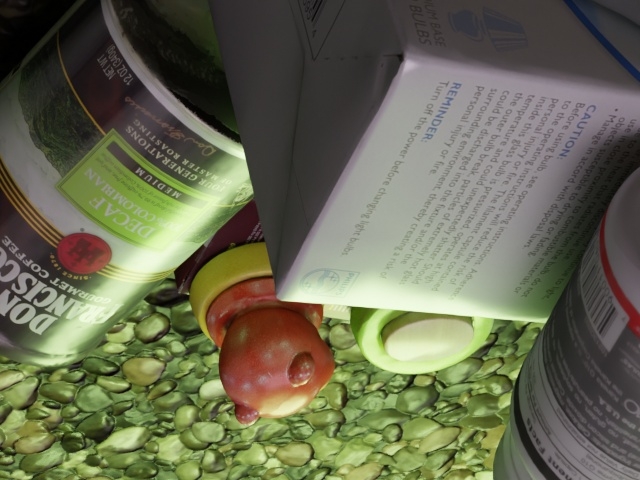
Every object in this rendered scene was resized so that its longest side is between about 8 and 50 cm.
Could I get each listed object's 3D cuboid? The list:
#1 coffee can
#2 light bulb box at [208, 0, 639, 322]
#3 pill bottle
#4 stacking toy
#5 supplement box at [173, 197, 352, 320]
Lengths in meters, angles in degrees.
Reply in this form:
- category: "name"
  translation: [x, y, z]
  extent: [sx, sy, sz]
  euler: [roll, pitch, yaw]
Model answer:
- category: "coffee can"
  translation: [-0.166, -0.061, 1.345]
  extent: [0.201, 0.201, 0.275]
  euler: [24, 126, -37]
- category: "light bulb box"
  translation: [0.137, -0.144, 1.219]
  extent: [0.361, 0.358, 0.225]
  euler: [6, 138, -24]
- category: "pill bottle"
  translation: [0.215, 0.088, 1.111]
  extent: [0.161, 0.161, 0.283]
  euler: [-1, 143, -16]
- category: "stacking toy"
  translation: [0.071, 0.049, 1.481]
  extent: [0.280, 0.130, 0.309]
  euler: [18, 130, -29]
- category: "supplement box"
  translation: [0.000, 0.000, 1.566]
  extent: [0.239, 0.073, 0.130]
  euler: [11, 133, -28]
